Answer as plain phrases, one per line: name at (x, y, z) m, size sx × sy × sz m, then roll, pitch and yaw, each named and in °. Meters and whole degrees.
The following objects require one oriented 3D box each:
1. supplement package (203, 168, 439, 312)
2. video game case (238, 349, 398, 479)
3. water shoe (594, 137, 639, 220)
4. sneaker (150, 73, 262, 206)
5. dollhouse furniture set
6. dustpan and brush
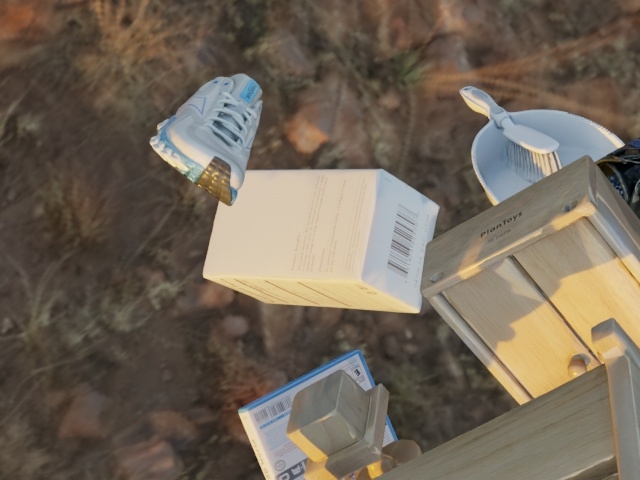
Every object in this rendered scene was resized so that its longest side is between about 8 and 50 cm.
supplement package at (0.000, 0.000, 1.207) m, size 0.105 × 0.179 × 0.105 m, roll 27°, pitch 70°, yaw -51°
video game case at (0.016, 0.181, 1.009) m, size 0.119 × 0.015 × 0.166 m, roll -24°, pitch 92°, yaw -38°
water shoe at (0.257, -0.048, 1.004) m, size 0.080 × 0.203 × 0.073 m, roll -11°, pitch 70°, yaw -53°
sneaker at (-0.076, -0.086, 0.988) m, size 0.071 × 0.191 × 0.083 m, roll 40°, pitch 97°, yaw -18°
dollhouse furniture set at (0.139, 0.130, 0.576) m, size 0.174 × 0.303 × 0.355 m, roll 47°, pitch 29°, yaw -22°
dustpan and brush at (0.198, -0.105, 1.350) m, size 0.147 × 0.211 × 0.060 m, roll -23°, pitch 118°, yaw -14°
